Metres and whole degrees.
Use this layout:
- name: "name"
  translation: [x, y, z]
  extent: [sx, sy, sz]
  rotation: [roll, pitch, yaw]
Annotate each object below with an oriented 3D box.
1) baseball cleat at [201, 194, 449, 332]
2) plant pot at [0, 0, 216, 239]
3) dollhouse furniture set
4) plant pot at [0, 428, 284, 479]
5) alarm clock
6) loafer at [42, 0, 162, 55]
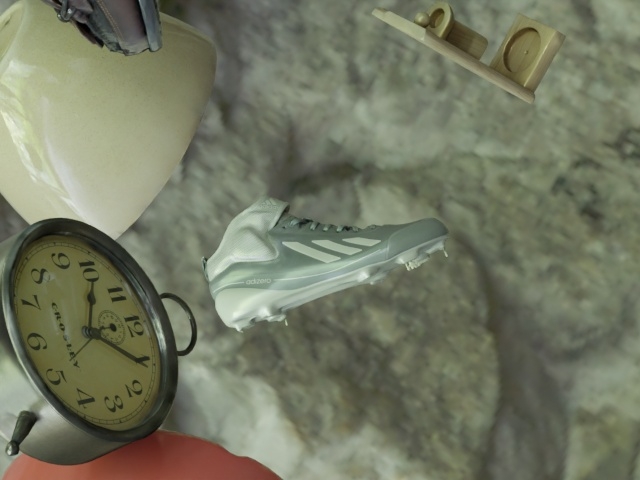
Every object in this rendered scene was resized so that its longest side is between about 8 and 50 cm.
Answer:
- name: "baseball cleat"
  translation: [0.000, 0.000, 1.261]
  extent: [0.206, 0.109, 0.072]
  rotation: [-21, -10, 0]
- name: "plant pot"
  translation: [-0.272, -0.150, 1.605]
  extent: [0.191, 0.284, 0.284]
  rotation: [32, -89, -28]
- name: "dollhouse furniture set"
  translation: [0.118, -0.216, 1.163]
  extent: [0.123, 0.144, 0.151]
  rotation: [23, -81, -37]
- name: "plant pot"
  translation: [-0.111, 0.258, 0.854]
  extent: [0.275, 0.275, 0.243]
  rotation: [79, -167, -49]
- name: "alarm clock"
  translation: [-0.130, 0.056, 0.837]
  extent: [0.064, 0.129, 0.192]
  rotation: [-28, -12, 32]
- name: "loafer"
  translation: [-0.172, -0.207, 1.005]
  extent: [0.095, 0.109, 0.302]
  rotation: [-17, -18, -3]
